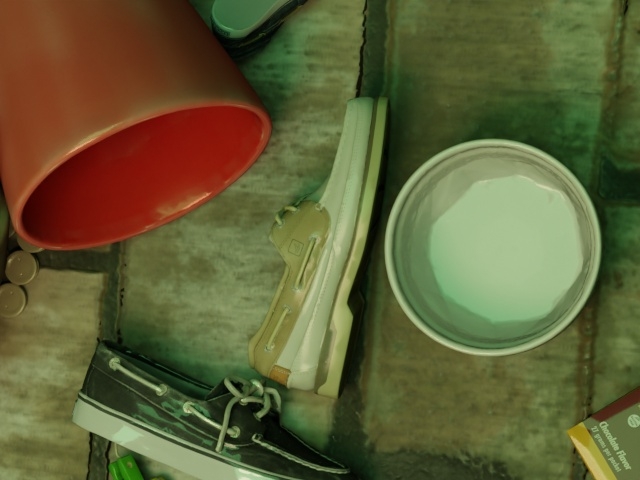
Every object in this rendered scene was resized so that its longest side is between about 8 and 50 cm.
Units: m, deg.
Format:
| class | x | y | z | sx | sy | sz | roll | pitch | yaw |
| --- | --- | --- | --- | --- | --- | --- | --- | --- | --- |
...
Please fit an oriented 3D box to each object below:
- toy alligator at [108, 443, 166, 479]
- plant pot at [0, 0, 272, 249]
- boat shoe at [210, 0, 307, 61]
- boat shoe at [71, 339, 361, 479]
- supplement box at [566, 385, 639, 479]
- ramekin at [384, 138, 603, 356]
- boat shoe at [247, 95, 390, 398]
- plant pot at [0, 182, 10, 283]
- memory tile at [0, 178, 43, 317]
| class | x | y | z | sx | sy | sz | roll | pitch | yaw |
| --- | --- | --- | --- | --- | --- | --- | --- | --- | --- |
| toy alligator | -0.189 | 0.263 | 1.944 | 0.190 | 0.056 | 0.051 | 58 | 144 | 15 |
| plant pot | -0.217 | -0.161 | 1.863 | 0.275 | 0.275 | 0.243 | -29 | 72 | 11 |
| boat shoe | -0.041 | -0.255 | 1.917 | 0.183 | 0.083 | 0.065 | -39 | 80 | -18 |
| boat shoe | -0.092 | 0.181 | 1.886 | 0.306 | 0.113 | 0.105 | 20 | 96 | 15 |
| supplement box | 0.348 | 0.175 | 1.739 | 0.191 | 0.194 | 0.129 | -32 | 81 | 10 |
| ramekin | 0.171 | 0.008 | 1.831 | 0.207 | 0.109 | 0.207 | -1 | 88 | 13 |
| boat shoe | 0.000 | 0.000 | 1.870 | 0.103 | 0.113 | 0.302 | 12 | 92 | 8 |
| plant pot | -0.473 | 0.080 | 1.881 | 0.323 | 0.323 | 0.280 | 18 | 126 | 13 |
| memory tile | -0.340 | -0.003 | 2.003 | 0.113 | 0.012 | 0.148 | 22 | 94 | 13 |
